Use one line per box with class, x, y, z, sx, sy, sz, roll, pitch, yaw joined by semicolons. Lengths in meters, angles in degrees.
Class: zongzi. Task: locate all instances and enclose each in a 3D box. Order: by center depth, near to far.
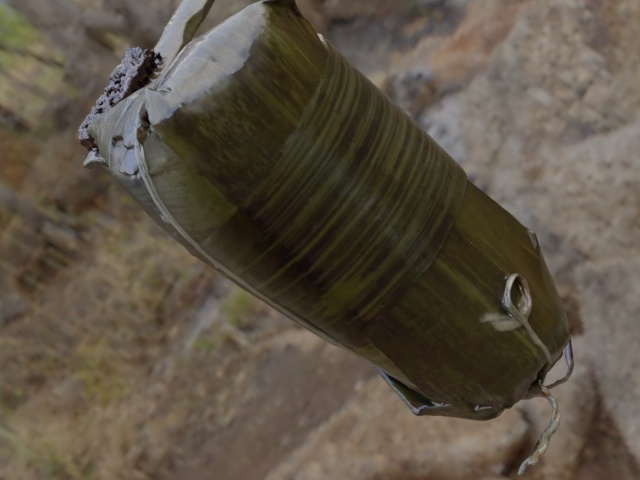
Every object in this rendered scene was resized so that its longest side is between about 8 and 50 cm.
zongzi;0.000;0.000;0.829;0.111;0.247;0.241;-50;13;-15

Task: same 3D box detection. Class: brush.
brush;-0.125;-0.161;1.310;0.043;0.036;0.248;2;54;42
